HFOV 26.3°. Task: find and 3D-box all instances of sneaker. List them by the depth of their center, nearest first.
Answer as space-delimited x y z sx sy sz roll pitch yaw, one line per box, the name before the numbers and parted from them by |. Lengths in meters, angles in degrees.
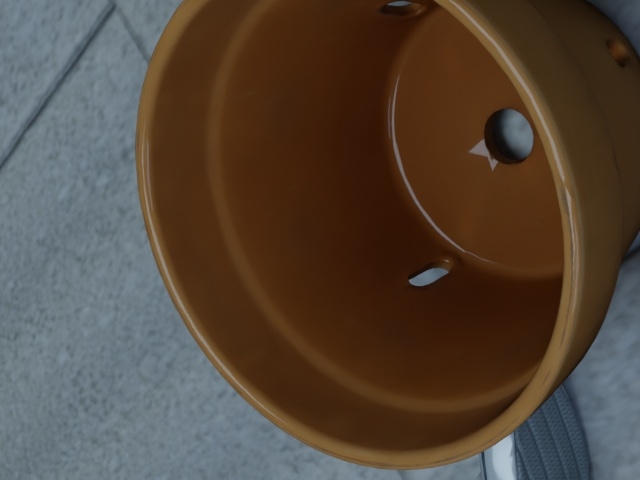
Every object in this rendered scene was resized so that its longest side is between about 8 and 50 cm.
sneaker | 0.128 0.201 0.926 0.091 0.094 0.258 3 110 39

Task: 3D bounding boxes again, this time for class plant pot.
plant pot | 0.067 -0.039 0.796 0.291 0.203 0.291 15 115 35
